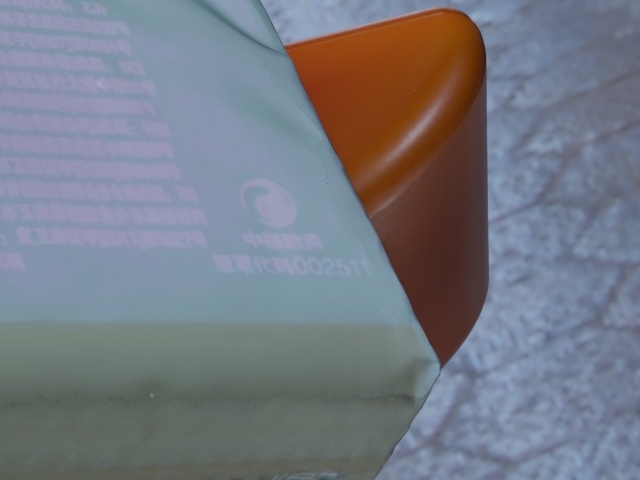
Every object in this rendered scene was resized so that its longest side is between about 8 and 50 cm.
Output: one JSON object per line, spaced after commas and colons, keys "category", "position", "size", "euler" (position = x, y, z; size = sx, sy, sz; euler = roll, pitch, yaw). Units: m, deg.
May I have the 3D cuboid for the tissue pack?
{"category": "tissue pack", "position": [-0.212, -0.013, 0.692], "size": [0.405, 0.205, 0.332], "euler": [1, 46, -32]}

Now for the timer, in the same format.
{"category": "timer", "position": [0.000, 0.000, 1.188], "size": [0.250, 0.257, 0.161], "euler": [-27, 51, -17]}
